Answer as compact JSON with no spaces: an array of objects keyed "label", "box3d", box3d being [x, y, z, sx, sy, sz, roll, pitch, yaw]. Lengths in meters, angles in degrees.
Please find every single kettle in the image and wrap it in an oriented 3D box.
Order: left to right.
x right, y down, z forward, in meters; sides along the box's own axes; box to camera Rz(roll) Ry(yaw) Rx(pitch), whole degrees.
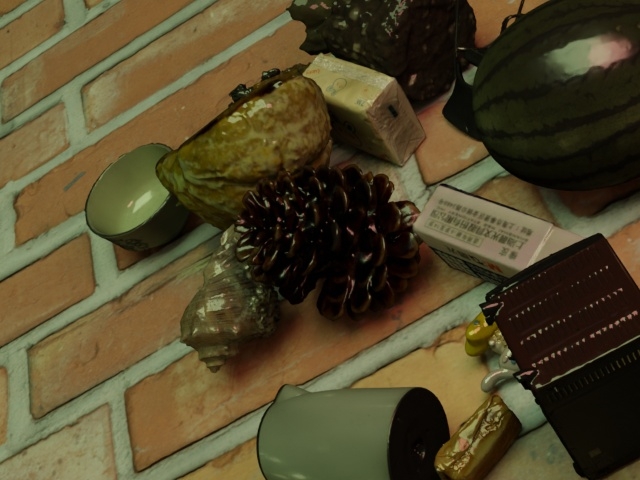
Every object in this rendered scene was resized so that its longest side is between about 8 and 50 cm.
[{"label":"kettle","box3d":[0.035,0.306,1.600,0.236,0.161,0.221,-4,85,34]}]

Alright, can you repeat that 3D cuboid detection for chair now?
[{"label":"chair","box3d":[0.296,-0.287,1.932,0.145,0.221,0.140,-8,32,-29]}]

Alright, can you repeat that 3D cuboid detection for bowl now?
[{"label":"bowl","box3d":[-0.315,-0.063,2.169,0.211,0.112,0.211,-20,46,21]}]

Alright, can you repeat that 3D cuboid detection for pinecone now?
[{"label":"pinecone","box3d":[0.002,-0.001,1.775,0.246,0.292,0.246,-15,72,53]}]

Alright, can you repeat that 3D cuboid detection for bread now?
[{"label":"bread","box3d":[0.206,0.267,1.556,0.053,0.074,0.132,36,82,36]}]

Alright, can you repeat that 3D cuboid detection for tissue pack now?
[{"label":"tissue pack","box3d":[0.065,-0.222,2.002,0.092,0.148,0.196,-47,42,-13]}]

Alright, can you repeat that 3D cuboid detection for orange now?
[{"label":"orange","box3d":[-0.112,-0.122,1.962,0.271,0.210,0.368,-21,-1,-25]}]

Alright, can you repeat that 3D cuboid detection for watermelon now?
[{"label":"watermelon","box3d":[0.389,-0.214,1.669,0.359,0.279,0.279,-20,46,29]}]

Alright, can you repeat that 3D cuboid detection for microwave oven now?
[{"label":"microwave oven","box3d":[0.329,0.142,1.448,0.178,0.247,0.188,-31,45,6]}]

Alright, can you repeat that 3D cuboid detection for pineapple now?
[{"label":"pineapple","box3d":[-0.078,-0.260,2.175,0.237,0.111,0.119,-2,24,45]}]

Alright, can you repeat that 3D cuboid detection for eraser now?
[{"label":"eraser","box3d":[0.274,0.018,1.672,0.287,0.130,0.086,24,74,44]}]

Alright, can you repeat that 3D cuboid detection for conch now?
[{"label":"conch","box3d":[-0.143,0.090,1.876,0.178,0.163,0.245,-14,66,61]}]

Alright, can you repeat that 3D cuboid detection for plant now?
[{"label":"plant","box3d":[0.102,-0.380,2.064,0.312,0.213,0.215,26,77,48]}]

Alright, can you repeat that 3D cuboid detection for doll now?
[{"label":"doll","box3d":[0.254,0.149,1.635,0.113,0.071,0.135,18,73,23]}]
